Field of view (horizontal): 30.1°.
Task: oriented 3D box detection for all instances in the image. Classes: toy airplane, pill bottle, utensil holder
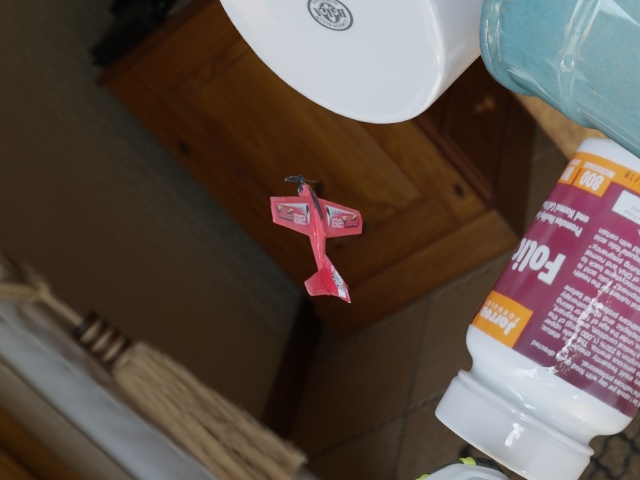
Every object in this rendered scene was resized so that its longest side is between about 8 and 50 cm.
[{"bbox_3d":[0.000,0.000,1.226,0.028,0.151,0.151,-31,23,33],"label":"toy airplane"},{"bbox_3d":[0.317,0.092,1.443,0.392,0.224,0.224,-59,20,1],"label":"pill bottle"},{"bbox_3d":[0.110,-0.356,1.266,0.385,0.327,0.328,-49,20,-26],"label":"utensil holder"}]

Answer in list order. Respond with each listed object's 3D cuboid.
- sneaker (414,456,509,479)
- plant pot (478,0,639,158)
[{"bbox_3d":[0.048,0.369,1.204,0.385,0.145,0.147,-32,53,-3],"label":"sneaker"},{"bbox_3d":[0.364,-0.159,0.949,0.341,0.341,0.334,-43,62,1],"label":"plant pot"}]
